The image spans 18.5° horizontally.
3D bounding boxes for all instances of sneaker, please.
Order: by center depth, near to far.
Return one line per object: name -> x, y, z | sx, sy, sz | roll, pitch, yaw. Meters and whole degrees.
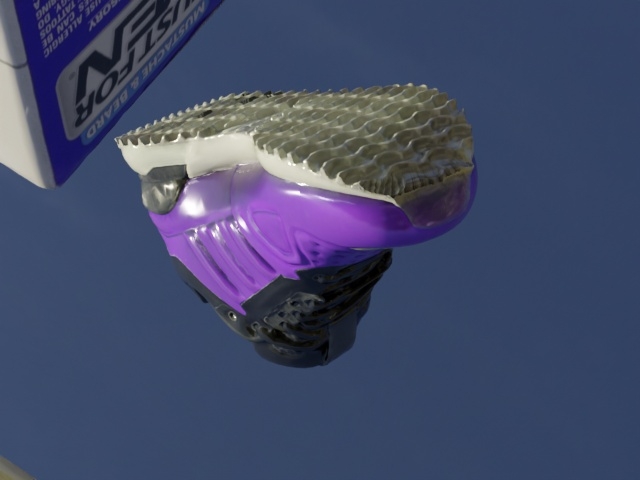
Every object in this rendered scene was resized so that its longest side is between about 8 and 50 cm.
sneaker -> 0.001, 0.000, 1.051 | 0.102, 0.293, 0.146 | -22, -75, -26

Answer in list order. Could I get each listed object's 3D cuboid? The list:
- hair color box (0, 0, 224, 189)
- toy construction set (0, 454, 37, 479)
hair color box -> -0.128, -0.177, 0.506 | 0.185, 0.339, 0.110 | 31, -117, 17
toy construction set -> -0.242, 0.031, 0.761 | 0.215, 0.151, 0.328 | -30, -98, 11
